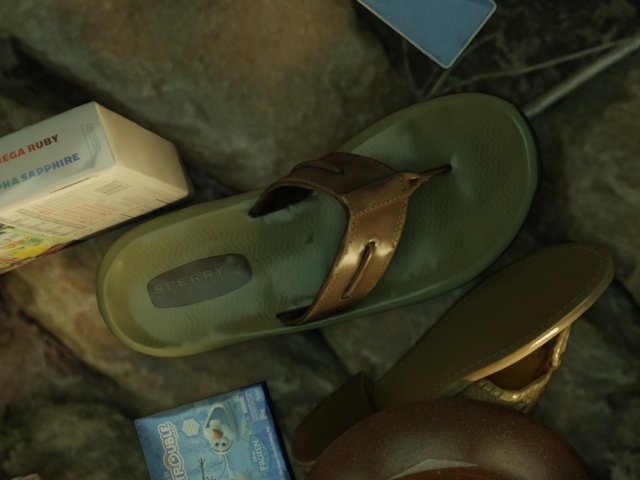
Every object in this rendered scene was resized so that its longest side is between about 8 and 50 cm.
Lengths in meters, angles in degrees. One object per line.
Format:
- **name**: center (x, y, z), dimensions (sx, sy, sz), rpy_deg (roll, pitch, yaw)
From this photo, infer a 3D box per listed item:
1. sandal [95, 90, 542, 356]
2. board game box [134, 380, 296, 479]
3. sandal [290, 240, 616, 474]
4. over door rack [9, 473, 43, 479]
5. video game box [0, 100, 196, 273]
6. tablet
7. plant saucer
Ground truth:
- **sandal**: center (-0.001, 0.002, 1.040), dimensions (0.303, 0.086, 0.120), rpy_deg (-23, 88, 6)
- **board game box**: center (-0.066, 0.148, 1.082), dimensions (0.090, 0.020, 0.090), rpy_deg (-17, 88, 8)
- **sandal**: center (0.099, 0.093, 1.049), dimensions (0.240, 0.088, 0.079), rpy_deg (-34, 118, 12)
- **over door rack**: center (-0.296, 0.258, 1.021), dimensions (0.324, 0.108, 0.239), rpy_deg (-44, 104, -15)
- **video game box**: center (-0.187, -0.020, 1.004), dimensions (0.187, 0.205, 0.048), rpy_deg (-23, 84, 5)
- **tablet**: center (0.067, -0.156, 1.073), dimensions (0.083, 0.006, 0.054), rpy_deg (39, 95, 6)
- **plant saucer**: center (0.080, 0.193, 1.022), dimensions (0.199, 0.036, 0.198), rpy_deg (1, 112, 1)
